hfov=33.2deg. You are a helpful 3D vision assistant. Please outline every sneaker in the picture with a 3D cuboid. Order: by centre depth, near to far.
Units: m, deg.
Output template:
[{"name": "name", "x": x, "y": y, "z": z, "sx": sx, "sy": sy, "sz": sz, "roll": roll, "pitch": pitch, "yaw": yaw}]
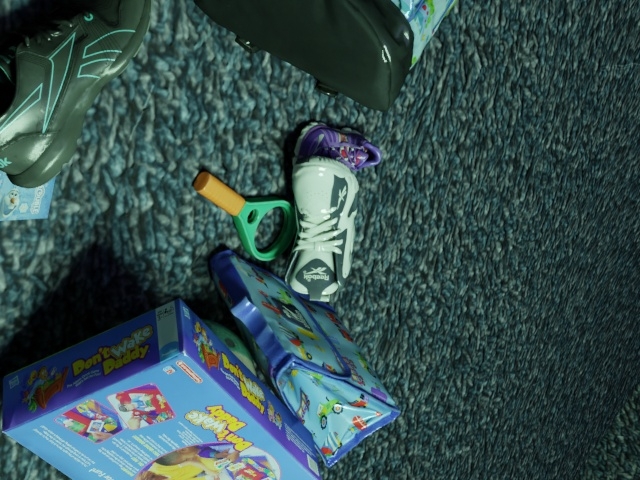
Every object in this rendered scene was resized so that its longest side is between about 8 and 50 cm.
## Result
[{"name": "sneaker", "x": -0.262, "y": -0.186, "z": 1.084, "sx": 0.106, "sy": 0.101, "sz": 0.267, "roll": 37, "pitch": 73, "yaw": -41}, {"name": "sneaker", "x": 0.000, "y": 0.000, "z": 1.495, "sx": 0.235, "sy": 0.094, "sz": 0.153, "roll": 92, "pitch": 5, "yaw": -58}, {"name": "sneaker", "x": 0.027, "y": -0.129, "z": 1.528, "sx": 0.170, "sy": 0.071, "sz": 0.068, "roll": -10, "pitch": 120, "yaw": -49}]

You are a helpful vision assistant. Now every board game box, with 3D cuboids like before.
[{"name": "board game box", "x": -0.325, "y": -0.066, "z": 1.149, "sx": 0.090, "sy": 0.020, "sz": 0.090, "roll": -7, "pitch": 118, "yaw": -52}, {"name": "board game box", "x": -0.178, "y": 0.231, "z": 1.288, "sx": 0.233, "sy": 0.078, "sz": 0.347, "roll": -24, "pitch": 137, "yaw": 12}]

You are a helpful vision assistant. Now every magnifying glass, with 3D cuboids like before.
[{"name": "magnifying glass", "x": -0.100, "y": -0.037, "z": 1.464, "sx": 0.092, "sy": 0.026, "sz": 0.231, "roll": -60, "pitch": 145, "yaw": -4}]

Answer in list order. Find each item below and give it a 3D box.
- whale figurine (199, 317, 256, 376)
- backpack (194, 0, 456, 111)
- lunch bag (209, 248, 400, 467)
[{"name": "whale figurine", "x": -0.215, "y": 0.167, "z": 1.374, "sx": 0.272, "sy": 0.141, "sz": 0.216, "roll": 11, "pitch": 134, "yaw": -33}, {"name": "backpack", "x": 0.066, "y": -0.372, "z": 1.235, "sx": 0.355, "sy": 0.290, "sz": 0.273, "roll": -46, "pitch": 161, "yaw": -34}, {"name": "lunch bag", "x": -0.048, "y": 0.147, "z": 1.473, "sx": 0.138, "sy": 0.221, "sz": 0.293, "roll": -38, "pitch": 141, "yaw": 5}]
